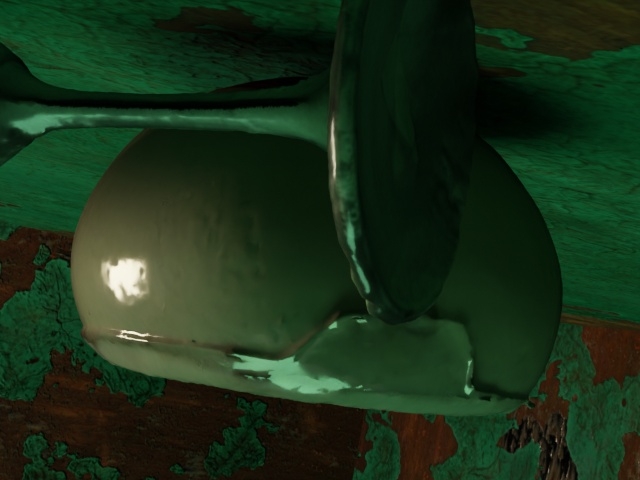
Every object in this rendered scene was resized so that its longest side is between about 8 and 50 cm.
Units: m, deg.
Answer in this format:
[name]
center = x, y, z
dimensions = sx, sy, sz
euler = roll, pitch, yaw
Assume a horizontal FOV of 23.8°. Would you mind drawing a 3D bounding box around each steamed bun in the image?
[steamed bun]
center = 0.000, 0.000, 1.160
dimensions = 0.374, 0.241, 0.374
euler = 6, 176, 0

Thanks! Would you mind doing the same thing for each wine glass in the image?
[wine glass]
center = -0.136, -0.067, 0.797
dimensions = 0.406, 0.267, 0.267
euler = 4, 172, 21
